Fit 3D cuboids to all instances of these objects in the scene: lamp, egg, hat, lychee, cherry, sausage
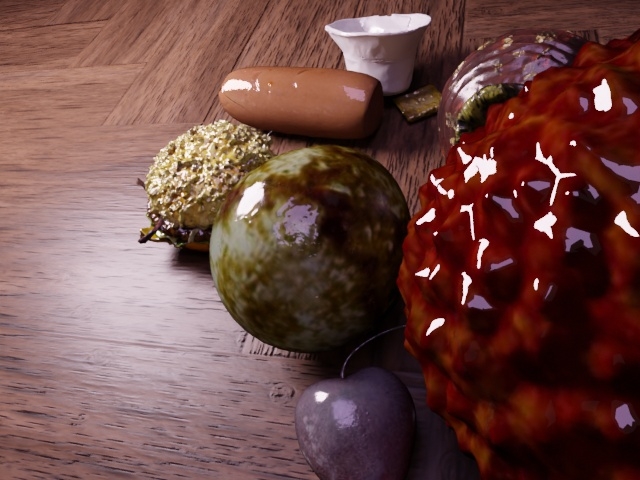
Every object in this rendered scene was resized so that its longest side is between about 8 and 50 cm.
[{"bbox_3d":[0.275,-0.163,0.712,0.247,0.247,0.247,-8,49,9],"label":"lamp"},{"bbox_3d":[0.000,0.000,0.642,0.238,0.238,0.289,17,46,27],"label":"egg"},{"bbox_3d":[0.107,-0.339,0.962,0.203,0.126,0.203,-4,29,2],"label":"hat"},{"bbox_3d":[0.267,0.031,0.423,0.424,0.424,0.500,-17,52,1],"label":"lychee"},{"bbox_3d":[0.068,0.189,0.545,0.188,0.115,0.148,-15,29,-5],"label":"cherry"},{"bbox_3d":[-0.039,-0.252,0.945,0.304,0.121,0.121,12,54,23],"label":"sausage"}]

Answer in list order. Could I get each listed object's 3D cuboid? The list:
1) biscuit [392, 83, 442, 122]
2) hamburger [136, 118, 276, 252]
[{"bbox_3d":[0.183,-0.251,0.952,0.083,0.018,0.081,-22,48,-3],"label":"biscuit"},{"bbox_3d":[-0.174,-0.087,0.827,0.243,0.138,0.261,-2,49,13],"label":"hamburger"}]
